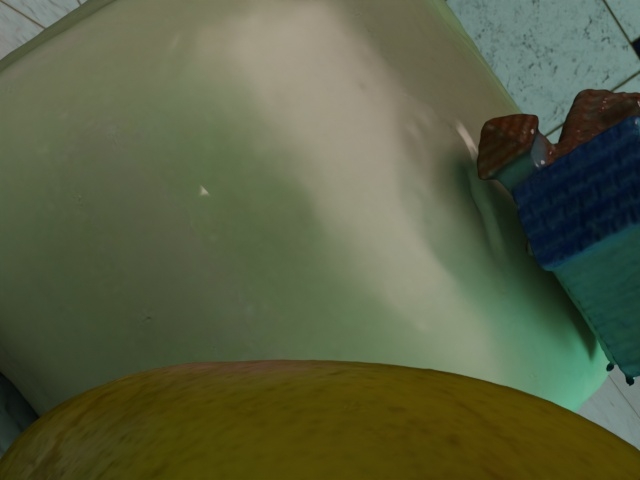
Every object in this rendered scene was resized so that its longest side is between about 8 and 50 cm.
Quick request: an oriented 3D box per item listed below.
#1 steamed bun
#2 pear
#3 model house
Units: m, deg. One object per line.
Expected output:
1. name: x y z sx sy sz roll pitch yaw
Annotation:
1. steamed bun: 0.000 0.000 0.981 0.371 0.290 0.456 50 15 -1
2. pear: -0.007 0.177 0.526 0.285 0.336 0.284 16 71 -57
3. model house: 0.154 -0.028 0.842 0.149 0.119 0.148 45 38 -14
